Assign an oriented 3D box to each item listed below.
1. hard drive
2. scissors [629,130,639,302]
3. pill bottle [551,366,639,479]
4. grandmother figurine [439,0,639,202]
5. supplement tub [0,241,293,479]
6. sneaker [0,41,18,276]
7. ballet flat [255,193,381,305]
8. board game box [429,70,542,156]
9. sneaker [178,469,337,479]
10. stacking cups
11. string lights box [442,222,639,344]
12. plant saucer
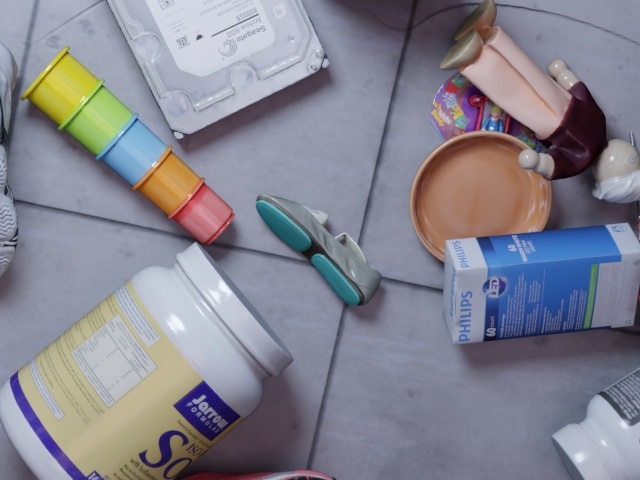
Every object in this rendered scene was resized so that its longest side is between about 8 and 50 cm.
[{"bbox_3d":[-0.162,-0.334,1.813,0.237,0.064,0.339,-26,105,-3],"label":"hard drive"},{"bbox_3d":[0.452,-0.002,1.922,0.021,0.109,0.297,-6,98,26],"label":"scissors"},{"bbox_3d":[0.474,0.255,1.921,0.278,0.162,0.162,-31,99,-2],"label":"pill bottle"},{"bbox_3d":[0.319,-0.165,1.856,0.342,0.104,0.208,37,62,-14],"label":"grandmother figurine"},{"bbox_3d":[-0.225,0.184,1.787,0.331,0.241,0.241,-40,99,-1],"label":"supplement tub"},{"bbox_3d":[-0.454,-0.119,1.785,0.137,0.210,0.366,3,130,-7],"label":"sneaker"},{"bbox_3d":[0.000,0.000,1.891,0.213,0.072,0.068,46,62,-10],"label":"ballet flat"},{"bbox_3d":[0.236,-0.164,1.910,0.133,0.033,0.169,-34,99,-2],"label":"board game box"},{"bbox_3d":[-0.116,0.352,1.886,0.314,0.136,0.116,-3,111,-30],"label":"sneaker"},{"bbox_3d":[-0.244,-0.124,1.830,0.316,0.096,0.096,39,90,-11],"label":"stacking cups"},{"bbox_3d":[0.304,0.060,1.895,0.259,0.077,0.133,-5,126,-6],"label":"string lights box"},{"bbox_3d":[0.219,-0.058,1.903,0.200,0.037,0.200,-2,108,-6],"label":"plant saucer"}]
